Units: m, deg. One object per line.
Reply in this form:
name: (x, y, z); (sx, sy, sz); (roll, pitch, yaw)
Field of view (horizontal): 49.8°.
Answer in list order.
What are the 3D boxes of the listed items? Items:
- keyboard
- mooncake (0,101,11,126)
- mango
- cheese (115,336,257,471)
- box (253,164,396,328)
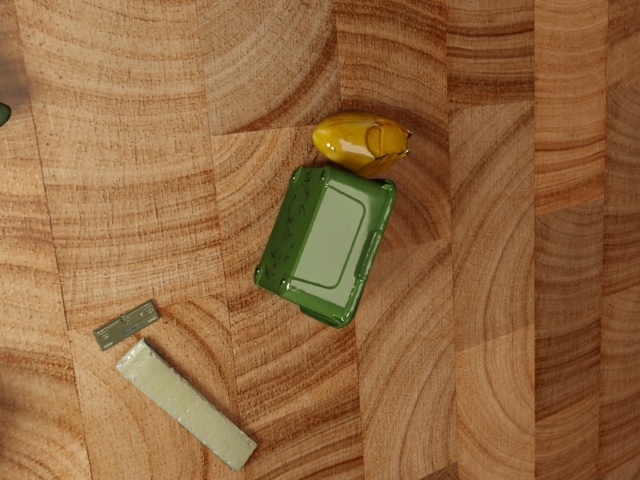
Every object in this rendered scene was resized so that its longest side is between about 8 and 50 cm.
keyboard: (-0.382, 0.167, 1.362); (0.129, 0.015, 0.049); (-31, 120, -26)
mooncake: (-0.583, -0.242, 1.097); (0.169, 0.104, 0.175); (4, 94, -31)
mango: (0.087, -0.216, 1.529); (0.252, 0.126, 0.153); (1, 58, -36)
cheese: (-0.274, 0.357, 1.458); (0.085, 0.034, 0.400); (-48, 120, -18)
box: (0.000, 0.000, 1.458); (0.178, 0.253, 0.328); (20, 86, -26)
